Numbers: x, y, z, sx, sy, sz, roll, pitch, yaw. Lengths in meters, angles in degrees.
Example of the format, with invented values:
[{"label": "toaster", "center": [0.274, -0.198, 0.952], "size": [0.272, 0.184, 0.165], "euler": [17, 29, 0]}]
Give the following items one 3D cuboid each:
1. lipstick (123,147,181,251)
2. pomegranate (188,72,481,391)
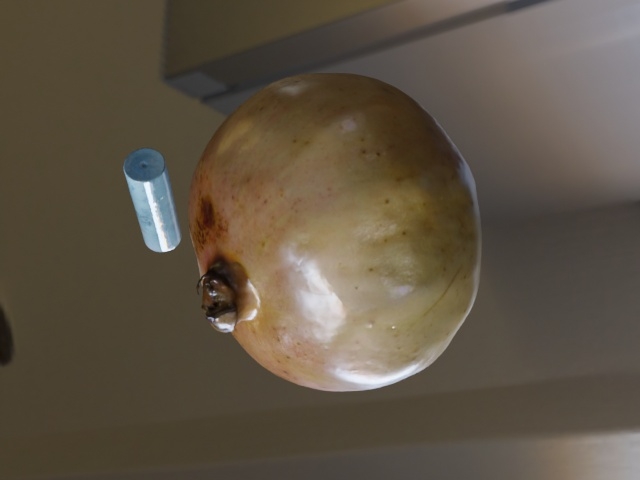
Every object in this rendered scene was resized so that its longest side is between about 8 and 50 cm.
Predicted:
[{"label": "lipstick", "center": [-0.192, -0.044, 1.351], "size": [0.158, 0.048, 0.048], "euler": [88, -168, -60]}, {"label": "pomegranate", "center": [0.000, 0.000, 1.222], "size": [0.338, 0.338, 0.338], "euler": [19, -114, -50]}]
